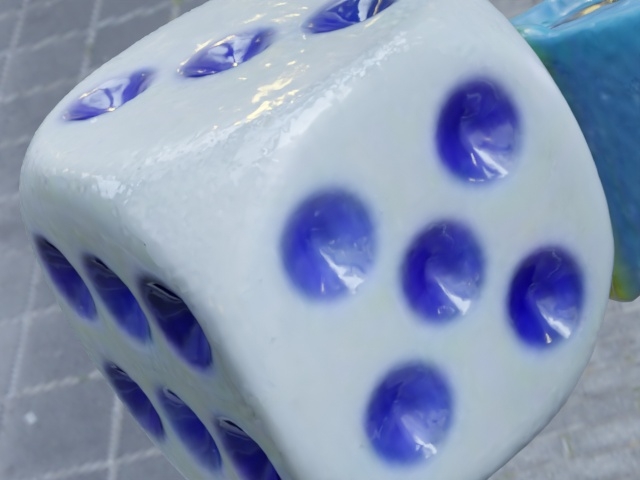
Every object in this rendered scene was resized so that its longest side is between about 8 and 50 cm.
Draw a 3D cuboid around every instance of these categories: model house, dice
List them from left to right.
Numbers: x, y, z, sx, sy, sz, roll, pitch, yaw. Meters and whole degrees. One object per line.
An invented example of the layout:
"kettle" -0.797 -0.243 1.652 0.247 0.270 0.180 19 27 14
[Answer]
"dice" 0.000 0.000 1.014 0.304 0.304 0.277 -38 30 -25
"model house" 0.266 -0.086 1.113 0.215 0.237 0.303 -31 14 -34
